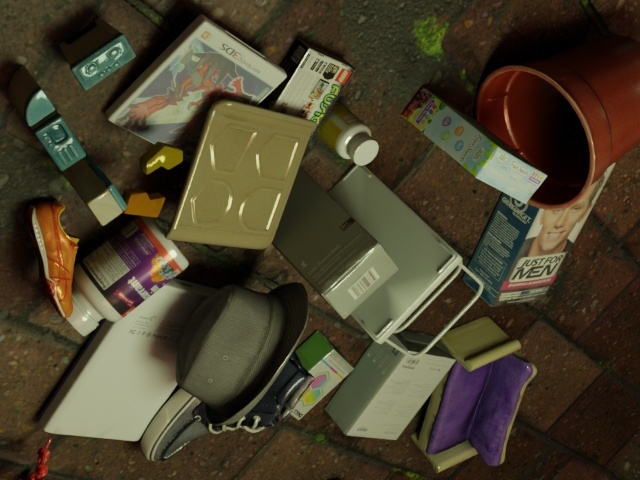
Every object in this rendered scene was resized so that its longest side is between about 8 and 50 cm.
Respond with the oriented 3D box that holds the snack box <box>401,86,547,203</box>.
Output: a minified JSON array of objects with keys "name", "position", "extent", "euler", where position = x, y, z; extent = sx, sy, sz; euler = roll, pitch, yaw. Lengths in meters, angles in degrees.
[{"name":"snack box","position":[0.263,-0.162,1.893],"extent":[0.174,0.207,0.070],"euler":[20,111,-50]}]

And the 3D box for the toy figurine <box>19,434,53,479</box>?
[{"name":"toy figurine","position":[-0.595,0.470,1.831],"extent":[0.217,0.191,0.362],"euler":[16,126,-15]}]

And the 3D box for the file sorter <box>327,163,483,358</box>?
[{"name":"file sorter","position":[0.116,0.040,1.899],"extent":[0.193,0.277,0.173],"euler":[-47,144,5]}]

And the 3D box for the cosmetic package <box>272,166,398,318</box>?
[{"name":"cosmetic package","position":[0.000,0.000,1.791],"extent":[0.127,0.238,0.107],"euler":[-44,145,-3]}]

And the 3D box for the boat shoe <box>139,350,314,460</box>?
[{"name":"boat shoe","position":[-0.164,0.304,1.971],"extent":[0.340,0.158,0.127],"euler":[-48,163,6]}]

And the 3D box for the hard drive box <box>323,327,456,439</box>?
[{"name":"hard drive box","position":[0.147,0.303,2.325],"extent":[0.181,0.089,0.232],"euler":[17,112,-48]}]

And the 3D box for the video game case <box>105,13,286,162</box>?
[{"name":"video game case","position":[-0.174,-0.209,1.575],"extent":[0.201,0.023,0.183],"euler":[-41,142,18]}]

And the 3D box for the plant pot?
[{"name":"plant pot","position":[0.466,-0.231,1.984],"extent":[0.265,0.272,0.272],"euler":[-29,141,-29]}]

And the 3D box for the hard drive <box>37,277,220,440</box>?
[{"name":"hard drive","position":[-0.308,0.200,1.863],"extent":[0.210,0.040,0.318],"euler":[19,112,-49]}]

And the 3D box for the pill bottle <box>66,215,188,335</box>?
[{"name":"pill bottle","position":[-0.306,0.055,1.674],"extent":[0.193,0.108,0.108],"euler":[-39,142,-6]}]

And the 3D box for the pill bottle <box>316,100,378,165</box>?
[{"name":"pill bottle","position":[0.040,-0.170,1.761],"extent":[0.065,0.116,0.065],"euler":[-23,138,-23]}]

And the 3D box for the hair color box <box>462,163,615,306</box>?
[{"name":"hair color box","position":[0.441,-0.037,2.253],"extent":[0.174,0.105,0.347],"euler":[-6,128,-39]}]

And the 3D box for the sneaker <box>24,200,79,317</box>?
[{"name":"sneaker","position":[-0.373,0.029,1.584],"extent":[0.067,0.064,0.175],"euler":[-15,110,-25]}]

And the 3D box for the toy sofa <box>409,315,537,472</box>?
[{"name":"toy sofa","position":[0.337,0.366,2.482],"extent":[0.150,0.177,0.362],"euler":[-17,136,-30]}]

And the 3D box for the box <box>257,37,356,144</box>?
[{"name":"box","position":[-0.044,-0.204,1.721],"extent":[0.114,0.036,0.207],"euler":[15,114,-48]}]

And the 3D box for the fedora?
[{"name":"fedora","position":[-0.148,0.164,1.799],"extent":[0.124,0.243,0.275],"euler":[29,115,-21]}]

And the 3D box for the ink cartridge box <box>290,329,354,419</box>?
[{"name":"ink cartridge box","position":[-0.045,0.282,2.157],"extent":[0.209,0.062,0.109],"euler":[-42,143,-1]}]

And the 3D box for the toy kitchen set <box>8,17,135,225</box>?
[{"name":"toy kitchen set","position":[-0.291,-0.158,1.475],"extent":[0.166,0.122,0.207],"euler":[-36,142,-9]}]

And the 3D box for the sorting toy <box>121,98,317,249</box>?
[{"name":"sorting toy","position":[-0.153,-0.100,1.631],"extent":[0.307,0.041,0.229],"euler":[7,111,-48]}]
